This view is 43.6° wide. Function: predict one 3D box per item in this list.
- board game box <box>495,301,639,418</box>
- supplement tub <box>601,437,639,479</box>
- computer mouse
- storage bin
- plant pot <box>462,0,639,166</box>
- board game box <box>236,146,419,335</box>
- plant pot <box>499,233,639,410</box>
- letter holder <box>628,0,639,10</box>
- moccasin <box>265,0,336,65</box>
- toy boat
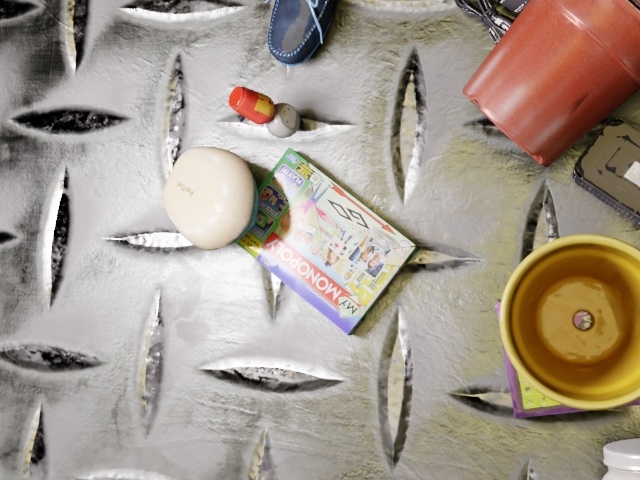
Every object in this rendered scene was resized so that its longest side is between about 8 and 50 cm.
[{"bbox_3d":[0.492,0.182,1.379,0.346,0.056,0.208,-10,87,14],"label":"board game box"},{"bbox_3d":[0.549,0.462,1.264,0.191,0.191,0.272,-6,84,15],"label":"supplement tub"},{"bbox_3d":[0.390,-0.488,1.447,0.272,0.072,0.188,-43,75,9],"label":"computer mouse"},{"bbox_3d":[0.537,-0.111,1.370,0.180,0.084,0.122,37,96,16],"label":"storage bin"},{"bbox_3d":[0.399,-0.285,1.342,0.272,0.272,0.265,47,108,14],"label":"plant pot"},{"bbox_3d":[0.000,0.000,1.530,0.317,0.046,0.213,38,95,15],"label":"board game box"},{"bbox_3d":[0.416,0.125,1.258,0.253,0.239,0.254,-1,85,16],"label":"plant pot"},{"bbox_3d":[0.531,-0.420,1.254,0.302,0.214,0.152,46,110,12],"label":"letter holder"},{"bbox_3d":[-0.026,-0.509,1.527,0.137,0.117,0.342,17,86,9],"label":"moccasin"},{"bbox_3d":[-0.161,-0.131,1.517,0.267,0.148,0.318,39,104,49],"label":"toy boat"}]
